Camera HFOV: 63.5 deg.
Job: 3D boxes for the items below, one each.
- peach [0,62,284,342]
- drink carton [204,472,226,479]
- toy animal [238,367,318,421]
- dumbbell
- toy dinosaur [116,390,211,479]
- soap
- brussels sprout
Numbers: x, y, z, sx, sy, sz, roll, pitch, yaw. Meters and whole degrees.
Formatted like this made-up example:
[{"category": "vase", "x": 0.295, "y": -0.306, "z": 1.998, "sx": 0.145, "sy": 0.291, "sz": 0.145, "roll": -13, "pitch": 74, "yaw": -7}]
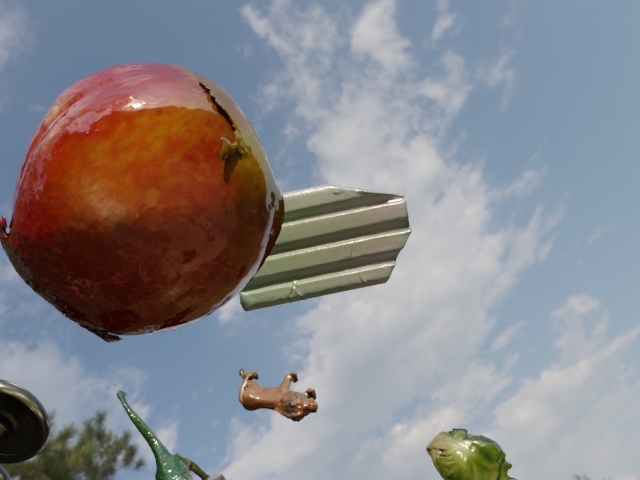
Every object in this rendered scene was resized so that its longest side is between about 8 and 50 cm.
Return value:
[{"category": "peach", "x": -0.235, "y": -0.046, "z": 0.692, "sx": 0.370, "sy": 0.370, "sz": 0.370, "roll": -20, "pitch": -48, "yaw": -24}, {"category": "drink carton", "x": -0.186, "y": 0.600, "z": 1.067, "sx": 0.102, "sy": 0.222, "sz": 0.134, "roll": -34, "pitch": -11, "yaw": -25}, {"category": "toy animal", "x": -0.134, "y": 0.453, "z": 1.497, "sx": 0.157, "sy": 0.312, "sz": 0.097, "roll": -32, "pitch": -64, "yaw": -61}, {"category": "dumbbell", "x": -0.602, "y": 0.370, "z": 0.907, "sx": 0.192, "sy": 0.290, "sz": 0.192, "roll": 0, "pitch": -66, "yaw": 1}, {"category": "toy dinosaur", "x": -0.371, "y": 0.526, "z": 1.202, "sx": 0.087, "sy": 0.447, "sz": 0.301, "roll": -40, "pitch": -73, "yaw": -10}, {"category": "soap", "x": 0.000, "y": 0.000, "z": 1.015, "sx": 0.347, "sy": 0.115, "sz": 0.208, "roll": -12, "pitch": -88, "yaw": 3}, {"category": "brussels sprout", "x": 0.328, "y": 0.487, "z": 1.134, "sx": 0.139, "sy": 0.181, "sz": 0.100, "roll": -50, "pitch": -14, "yaw": -35}]
